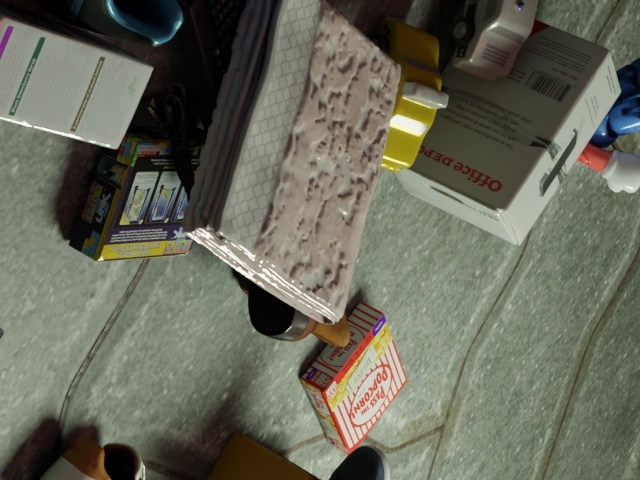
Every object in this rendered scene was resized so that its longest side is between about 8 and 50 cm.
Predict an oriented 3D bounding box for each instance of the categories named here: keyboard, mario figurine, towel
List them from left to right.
[{"bbox_3d":[-0.104,-0.127,1.980,0.201,0.033,0.317,-51,139,-39],"label":"keyboard"},{"bbox_3d":[-0.018,-0.106,2.041,0.317,0.053,0.331,36,65,-56],"label":"towel"},{"bbox_3d":[0.370,-0.160,2.568,0.170,0.321,0.198,64,21,-22],"label":"mario figurine"}]

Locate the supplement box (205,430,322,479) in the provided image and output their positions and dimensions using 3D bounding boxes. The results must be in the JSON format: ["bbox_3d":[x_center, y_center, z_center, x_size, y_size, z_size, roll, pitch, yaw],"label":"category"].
[{"bbox_3d":[-0.075,0.387,2.438,0.191,0.129,0.194,-59,151,-7],"label":"supplement box"}]

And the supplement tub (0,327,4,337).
[{"bbox_3d":[-0.388,0.153,1.758,0.198,0.106,0.106,-59,151,-9],"label":"supplement tub"}]

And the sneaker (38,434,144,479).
[{"bbox_3d":[-0.229,0.318,2.152,0.123,0.106,0.290,-54,149,-10],"label":"sneaker"}]

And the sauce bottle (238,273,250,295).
[{"bbox_3d":[-0.063,0.069,2.283,0.042,0.042,0.128,-58,149,-9],"label":"sauce bottle"}]

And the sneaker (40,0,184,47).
[{"bbox_3d":[-0.215,-0.307,1.620,0.125,0.140,0.341,-51,148,-16],"label":"sneaker"}]

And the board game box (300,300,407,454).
[{"bbox_3d":[0.050,0.198,2.571,0.147,0.045,0.193,-52,150,-20],"label":"board game box"}]

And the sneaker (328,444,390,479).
[{"bbox_3d":[-0.001,0.358,2.310,0.226,0.086,0.163,-61,153,-1],"label":"sneaker"}]

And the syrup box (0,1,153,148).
[{"bbox_3d":[-0.271,-0.161,1.697,0.237,0.093,0.096,14,101,-61],"label":"syrup box"}]

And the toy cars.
[{"bbox_3d":[0.175,-0.242,2.306,0.394,0.087,0.176,-43,121,-29],"label":"toy cars"}]

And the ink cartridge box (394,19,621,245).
[{"bbox_3d":[0.246,-0.157,2.438,0.273,0.197,0.114,-55,150,-14],"label":"ink cartridge box"}]

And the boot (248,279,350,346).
[{"bbox_3d":[0.000,0.000,2.268,0.280,0.096,0.264,10,77,-71],"label":"boot"}]

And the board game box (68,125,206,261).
[{"bbox_3d":[-0.186,-0.052,1.975,0.170,0.048,0.141,-3,118,-59],"label":"board game box"}]
